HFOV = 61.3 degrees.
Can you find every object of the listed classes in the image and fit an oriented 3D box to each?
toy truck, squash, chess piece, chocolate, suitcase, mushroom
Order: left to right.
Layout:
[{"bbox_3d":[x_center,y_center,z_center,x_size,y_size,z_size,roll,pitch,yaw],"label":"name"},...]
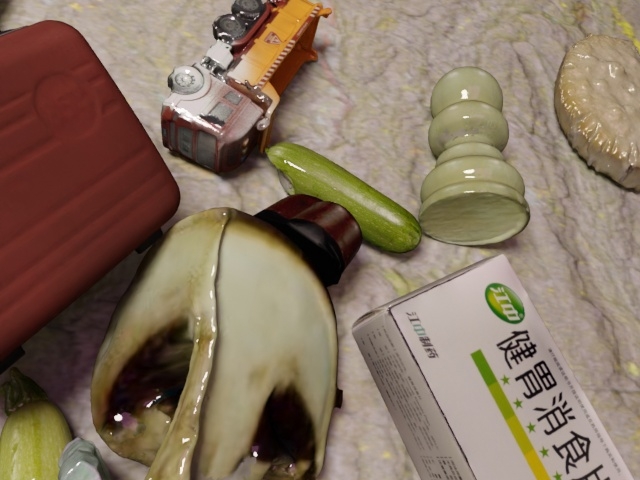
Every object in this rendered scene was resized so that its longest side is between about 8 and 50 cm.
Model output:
[{"bbox_3d":[-0.292,-0.037,0.467,0.297,0.161,0.236,-50,124,-40],"label":"suitcase"},{"bbox_3d":[-0.279,0.230,0.518,0.095,0.094,0.224,-10,68,-19],"label":"squash"},{"bbox_3d":[-0.101,0.147,0.582,0.217,0.212,0.291,33,45,-49],"label":"mushroom"},{"bbox_3d":[-0.095,-0.215,0.719,0.135,0.114,0.270,29,63,1],"label":"toy truck"},{"bbox_3d":[0.000,0.000,0.659,0.080,0.149,0.125,-46,127,-25],"label":"chocolate"},{"bbox_3d":[0.029,-0.057,0.716,0.239,0.069,0.069,32,65,-2],"label":"squash"},{"bbox_3d":[0.211,-0.134,0.768,0.145,0.144,0.251,11,61,-11],"label":"chess piece"}]

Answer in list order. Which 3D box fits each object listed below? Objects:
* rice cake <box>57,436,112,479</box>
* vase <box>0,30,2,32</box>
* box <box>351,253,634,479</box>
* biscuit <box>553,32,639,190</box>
[{"bbox_3d":[-0.181,0.289,0.493,0.042,0.080,0.221,-26,99,-28],"label":"rice cake"},{"bbox_3d":[-0.431,-0.287,0.655,0.120,0.120,0.182,-37,97,-24],"label":"vase"},{"bbox_3d":[0.194,0.203,0.623,0.173,0.145,0.332,-21,77,-20],"label":"box"},{"bbox_3d":[0.469,-0.220,0.888,0.179,0.084,0.280,1,71,-16],"label":"biscuit"}]
